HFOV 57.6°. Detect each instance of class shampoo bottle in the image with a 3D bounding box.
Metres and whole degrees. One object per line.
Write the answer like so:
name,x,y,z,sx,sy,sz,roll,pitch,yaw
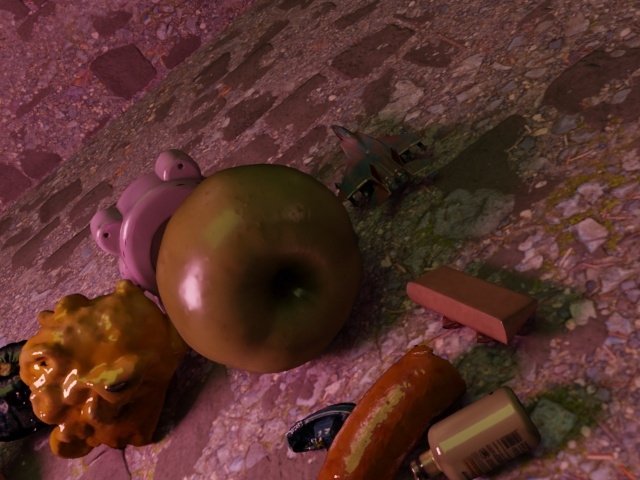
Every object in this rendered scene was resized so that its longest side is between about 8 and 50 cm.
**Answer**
shampoo bottle,0.186,0.253,0.728,0.162,0.079,0.079,-33,37,10

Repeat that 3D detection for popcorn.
popcorn,-0.383,0.236,1.075,0.297,0.316,0.281,-21,10,-19

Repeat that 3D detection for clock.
clock,-0.281,-0.006,1.203,0.295,0.322,0.113,-44,41,-7

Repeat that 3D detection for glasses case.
glasses case,0.233,0.098,0.874,0.102,0.070,0.193,-24,26,-28

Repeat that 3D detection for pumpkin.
pumpkin,-0.670,0.332,1.294,0.232,0.163,0.233,-8,33,5

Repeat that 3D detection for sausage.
sausage,0.085,0.264,0.783,0.271,0.109,0.108,-52,38,-12

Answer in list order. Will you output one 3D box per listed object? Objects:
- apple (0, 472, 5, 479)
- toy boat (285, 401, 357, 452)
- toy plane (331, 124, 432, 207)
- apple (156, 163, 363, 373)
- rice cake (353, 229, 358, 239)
apple,-0.778,0.517,1.146,0.292,0.292,0.254,23,75,50
toy boat,0.012,0.282,0.863,0.137,0.060,0.061,-22,20,13
toy plane,0.098,-0.180,1.242,0.223,0.104,0.326,-39,32,0
apple,-0.109,0.039,0.996,0.357,0.357,0.357,-23,39,21
rice cake,-0.001,0.000,1.193,0.170,0.033,0.029,-8,46,35
